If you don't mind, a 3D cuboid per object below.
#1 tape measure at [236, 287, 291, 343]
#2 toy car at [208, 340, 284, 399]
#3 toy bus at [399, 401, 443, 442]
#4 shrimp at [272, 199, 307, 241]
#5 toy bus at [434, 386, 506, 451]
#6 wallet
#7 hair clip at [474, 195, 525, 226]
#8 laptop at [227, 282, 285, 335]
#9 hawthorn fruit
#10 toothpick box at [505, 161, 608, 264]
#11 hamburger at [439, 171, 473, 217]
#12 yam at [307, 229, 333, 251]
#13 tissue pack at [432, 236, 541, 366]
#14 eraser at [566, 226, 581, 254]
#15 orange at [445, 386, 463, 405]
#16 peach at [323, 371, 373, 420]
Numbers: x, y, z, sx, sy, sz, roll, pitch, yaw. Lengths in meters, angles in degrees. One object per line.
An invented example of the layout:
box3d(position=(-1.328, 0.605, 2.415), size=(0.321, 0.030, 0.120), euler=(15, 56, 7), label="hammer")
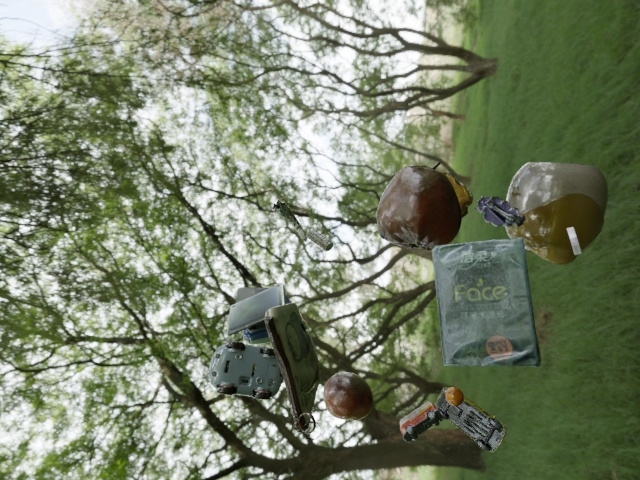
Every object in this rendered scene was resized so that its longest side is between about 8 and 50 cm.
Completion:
box3d(position=(-0.263, 0.351, 1.913), size=(0.259, 0.262, 0.138), euler=(-112, 25, -45), label="tape measure")
box3d(position=(-0.275, 0.479, 1.493), size=(0.212, 0.271, 0.180), euler=(137, 144, -65), label="toy car")
box3d(position=(0.388, 0.708, 1.583), size=(0.079, 0.174, 0.077), euler=(58, 178, -34), label="toy bus")
box3d(position=(-0.166, -0.108, 2.326), size=(0.287, 0.068, 0.185), euler=(56, -172, -5), label="shrimp")
box3d(position=(0.742, 0.871, 1.995), size=(0.151, 0.331, 0.145), euler=(20, -82, -53), label="toy bus")
box3d(position=(-0.062, 0.324, 1.101), size=(0.275, 0.068, 0.335), euler=(-41, -67, -82), label="wallet")
box3d(position=(0.665, -0.110, 1.509), size=(0.124, 0.195, 0.052), euler=(-28, -44, -13), label="hair clip")
box3d(position=(-0.271, 0.284, 1.702), size=(0.015, 0.269, 0.187), euler=(60, -170, -31), label="laptop")
box3d(position=(0.359, -0.119, 1.477), size=(0.308, 0.308, 0.324), euler=(-16, -82, -69), label="hawthorn fruit")
box3d(position=(1.057, -0.128, 1.835), size=(0.409, 0.409, 0.425), euler=(-19, -63, -68), label="toothpick box")
box3d(position=(0.624, -0.213, 2.090), size=(0.158, 0.319, 0.318), euler=(102, -175, -58), label="hamburger")
box3d(position=(0.000, 0.000, 1.819), size=(0.054, 0.132, 0.054), euler=(-29, -42, -31), label="yam")
box3d(position=(0.421, 0.160, 1.044), size=(0.103, 0.228, 0.315), euler=(18, -113, -62), label="tissue pack")
box3d(position=(0.975, 0.002, 1.556), size=(0.065, 0.026, 0.105), euler=(57, -146, -30), label="eraser")
box3d(position=(0.614, 0.713, 1.849), size=(0.083, 0.084, 0.083), euler=(5, -90, -70), label="orange")
box3d(position=(0.144, 0.790, 2.049), size=(0.252, 0.253, 0.252), euler=(5, -90, -70), label="peach")
